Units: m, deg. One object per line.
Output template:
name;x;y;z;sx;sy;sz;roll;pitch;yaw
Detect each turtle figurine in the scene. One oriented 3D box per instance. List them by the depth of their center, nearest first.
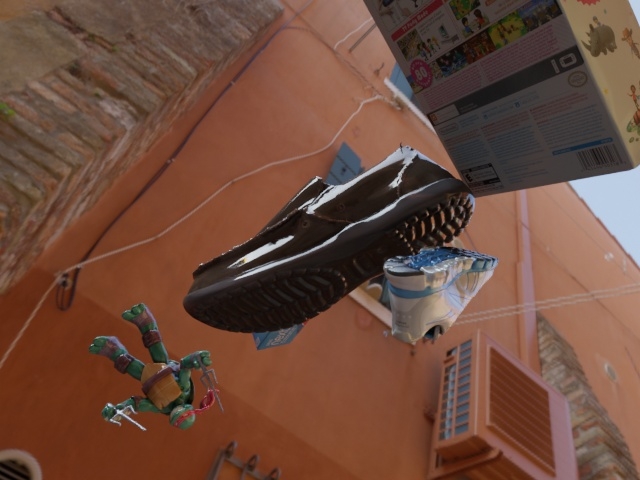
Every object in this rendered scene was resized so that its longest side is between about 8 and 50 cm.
turtle figurine;-0.259;0.222;0.816;0.234;0.175;0.118;45;-21;23

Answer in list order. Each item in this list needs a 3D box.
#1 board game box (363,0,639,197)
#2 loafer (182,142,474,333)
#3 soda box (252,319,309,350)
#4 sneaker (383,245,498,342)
board game box;0.185;-0.206;0.535;0.303;0.097;0.224;58;-22;-11
loafer;0.000;0.000;0.643;0.366;0.130;0.134;-24;-36;3
soda box;-0.055;0.110;0.888;0.071;0.067;0.210;-4;-33;-32
sneaker;0.117;0.052;0.514;0.071;0.191;0.083;11;-77;38
